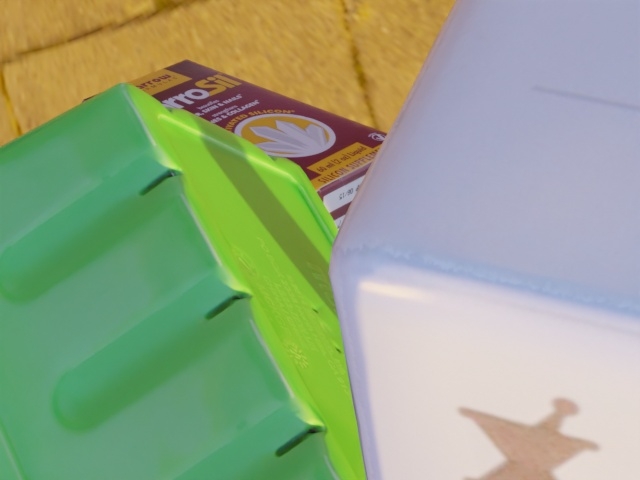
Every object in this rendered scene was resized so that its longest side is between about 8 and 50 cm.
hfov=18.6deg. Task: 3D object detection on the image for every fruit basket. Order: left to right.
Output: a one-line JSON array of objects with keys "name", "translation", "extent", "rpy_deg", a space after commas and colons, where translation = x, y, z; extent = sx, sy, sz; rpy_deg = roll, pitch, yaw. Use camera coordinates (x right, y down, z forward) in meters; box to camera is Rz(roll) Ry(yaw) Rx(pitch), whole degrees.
[{"name": "fruit basket", "translation": [-0.130, 0.150, 1.001], "extent": [0.283, 0.392, 0.392], "rpy_deg": [23, 103, -53]}]

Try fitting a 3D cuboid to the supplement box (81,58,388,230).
[{"name": "supplement box", "translation": [-0.050, -0.041, 1.230], "extent": [0.104, 0.188, 0.081], "rpy_deg": [-29, 132, -46]}]

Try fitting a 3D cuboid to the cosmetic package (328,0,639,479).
[{"name": "cosmetic package", "translation": [0.233, 0.001, 0.573], "extent": [0.329, 0.394, 0.327], "rpy_deg": [14, 143, 19]}]
